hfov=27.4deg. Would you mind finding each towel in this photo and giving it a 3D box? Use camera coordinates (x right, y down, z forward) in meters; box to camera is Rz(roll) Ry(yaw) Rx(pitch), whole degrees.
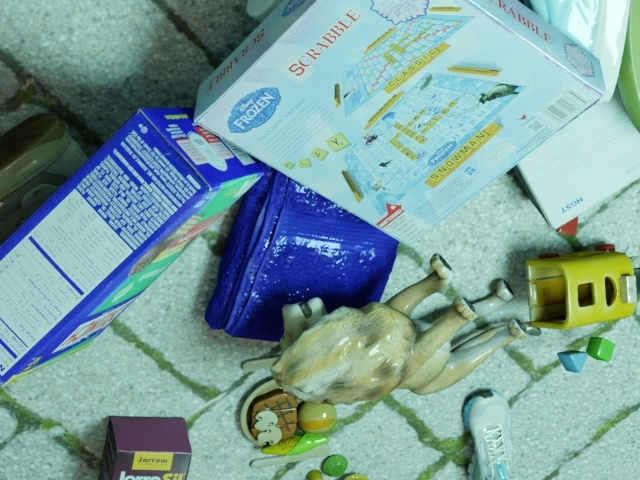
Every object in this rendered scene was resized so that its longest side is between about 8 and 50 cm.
[{"bbox_3d":[0.000,0.000,1.640,0.228,0.076,0.308,11,116,-20],"label":"towel"}]

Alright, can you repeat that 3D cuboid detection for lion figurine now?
[{"bbox_3d":[0.119,0.140,1.676,0.240,0.142,0.392,-41,145,17],"label":"lion figurine"}]

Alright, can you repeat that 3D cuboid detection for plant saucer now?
[{"bbox_3d":[0.402,-0.216,1.574,0.037,0.241,0.241,-6,132,36],"label":"plant saucer"}]

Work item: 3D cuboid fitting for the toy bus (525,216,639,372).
[{"bbox_3d":[0.369,0.061,1.726,0.191,0.104,0.202,42,72,-24],"label":"toy bus"}]

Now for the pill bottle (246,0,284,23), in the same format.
[{"bbox_3d":[0.024,-0.236,1.485,0.208,0.117,0.117,31,107,-28],"label":"pill bottle"}]

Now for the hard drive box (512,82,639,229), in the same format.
[{"bbox_3d":[0.306,-0.157,1.629,0.181,0.089,0.232,-31,122,4],"label":"hard drive box"}]

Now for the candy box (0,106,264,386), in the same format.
[{"bbox_3d":[-0.235,-0.001,1.456,0.317,0.268,0.122,-42,88,12],"label":"candy box"}]

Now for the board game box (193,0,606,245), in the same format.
[{"bbox_3d":[0.082,-0.163,1.426,0.318,0.066,0.319,30,131,-27],"label":"board game box"}]

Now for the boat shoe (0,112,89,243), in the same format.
[{"bbox_3d":[-0.412,-0.007,1.492,0.341,0.121,0.110,-32,122,2],"label":"boat shoe"}]

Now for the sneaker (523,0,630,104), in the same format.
[{"bbox_3d":[0.263,-0.329,1.434,0.150,0.135,0.365,1,104,-2],"label":"sneaker"}]

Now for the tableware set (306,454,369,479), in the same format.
[{"bbox_3d":[0.031,0.377,1.901,0.104,0.024,0.154,-37,121,3],"label":"tableware set"}]

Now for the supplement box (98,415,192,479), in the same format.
[{"bbox_3d":[-0.242,0.333,1.761,0.104,0.081,0.188,5,117,-18],"label":"supplement box"}]

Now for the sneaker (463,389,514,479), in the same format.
[{"bbox_3d":[0.252,0.302,1.884,0.071,0.083,0.190,-13,121,-7],"label":"sneaker"}]

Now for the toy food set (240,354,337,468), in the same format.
[{"bbox_3d":[-0.043,0.239,1.788,0.132,0.038,0.192,-10,121,-10],"label":"toy food set"}]
